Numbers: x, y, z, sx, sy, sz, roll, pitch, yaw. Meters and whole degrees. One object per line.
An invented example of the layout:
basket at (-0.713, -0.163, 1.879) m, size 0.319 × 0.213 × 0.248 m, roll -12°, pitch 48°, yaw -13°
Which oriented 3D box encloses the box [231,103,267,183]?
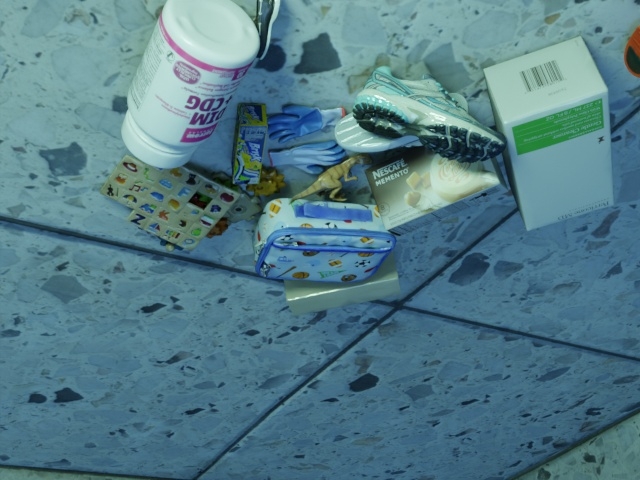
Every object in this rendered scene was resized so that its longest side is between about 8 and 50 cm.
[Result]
box at (-0.137, -0.182, 1.602) m, size 0.054 × 0.059 × 0.169 m, roll 0°, pitch 144°, yaw -12°

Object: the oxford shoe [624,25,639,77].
oxford shoe at (0.636, -0.404, 1.460) m, size 0.098 × 0.097 × 0.271 m, roll -17°, pitch 154°, yaw -25°

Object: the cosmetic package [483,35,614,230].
cosmetic package at (0.453, -0.197, 1.638) m, size 0.196 × 0.155 × 0.365 m, roll -18°, pitch 143°, yaw 11°

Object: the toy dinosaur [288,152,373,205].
toy dinosaur at (0.009, -0.118, 1.712) m, size 0.211 × 0.064 × 0.112 m, roll -35°, pitch 153°, yaw -14°

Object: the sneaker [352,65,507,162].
sneaker at (0.207, -0.235, 1.498) m, size 0.283 × 0.122 × 0.110 m, roll 20°, pitch 158°, yaw -3°

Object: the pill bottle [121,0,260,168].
pill bottle at (-0.225, -0.257, 1.388) m, size 0.160 × 0.160 × 0.283 m, roll 10°, pitch 141°, yaw -26°

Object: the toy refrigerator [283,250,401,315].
toy refrigerator at (0.052, 0.097, 2.019) m, size 0.269 × 0.094 × 0.102 m, roll -12°, pitch 152°, yaw 5°

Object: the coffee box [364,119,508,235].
coffee box at (0.232, -0.122, 1.689) m, size 0.246 × 0.141 × 0.098 m, roll -22°, pitch 166°, yaw 19°

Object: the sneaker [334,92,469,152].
sneaker at (0.156, -0.209, 1.599) m, size 0.258 × 0.094 × 0.091 m, roll -9°, pitch 158°, yaw 2°

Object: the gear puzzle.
gear puzzle at (-0.217, -0.062, 1.767) m, size 0.338 × 0.044 × 0.175 m, roll -23°, pitch 143°, yaw 19°

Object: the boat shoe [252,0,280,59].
boat shoe at (-0.098, -0.354, 1.379) m, size 0.038 × 0.046 × 0.125 m, roll 3°, pitch 140°, yaw -17°

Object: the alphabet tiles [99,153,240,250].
alphabet tiles at (-0.315, -0.083, 1.701) m, size 0.237 × 0.009 × 0.198 m, roll 27°, pitch 128°, yaw -25°

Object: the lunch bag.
lunch bag at (0.000, 0.000, 1.817) m, size 0.303 × 0.115 × 0.243 m, roll 2°, pitch 154°, yaw -18°

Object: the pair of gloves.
pair of gloves at (-0.028, -0.194, 1.644) m, size 0.159 × 0.023 × 0.198 m, roll -6°, pitch 144°, yaw -4°
